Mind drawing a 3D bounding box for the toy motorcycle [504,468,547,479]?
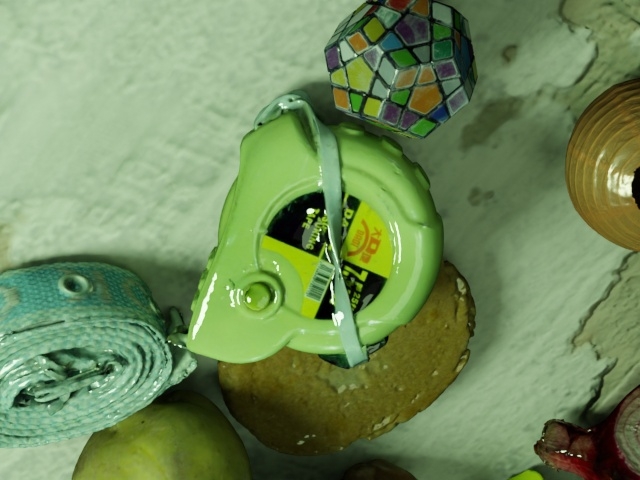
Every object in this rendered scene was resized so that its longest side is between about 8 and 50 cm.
[{"bbox_3d":[0.269,0.328,1.625,0.206,0.142,0.342,-41,132,11],"label":"toy motorcycle"}]

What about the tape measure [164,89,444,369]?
[{"bbox_3d":[0.000,0.000,1.259,0.175,0.106,0.200,16,99,-1],"label":"tape measure"}]

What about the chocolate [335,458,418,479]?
[{"bbox_3d":[-0.003,0.275,1.457,0.214,0.093,0.148,-15,132,-50],"label":"chocolate"}]

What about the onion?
[{"bbox_3d":[0.295,0.201,1.521,0.218,0.195,0.140,0,133,13],"label":"onion"}]

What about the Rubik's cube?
[{"bbox_3d":[0.056,-0.122,1.211,0.111,0.111,0.093,-38,104,11],"label":"Rubik's cube"}]

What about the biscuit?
[{"bbox_3d":[0.021,0.081,1.395,0.226,0.042,0.226,-12,129,-14],"label":"biscuit"}]

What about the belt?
[{"bbox_3d":[-0.194,0.086,1.291,0.163,0.082,0.147,-34,135,9],"label":"belt"}]

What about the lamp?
[{"bbox_3d":[0.251,-0.058,1.315,0.136,0.136,0.136,-11,130,-13],"label":"lamp"}]

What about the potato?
[{"bbox_3d":[-0.124,0.217,1.363,0.154,0.137,0.200,2,96,16],"label":"potato"}]
